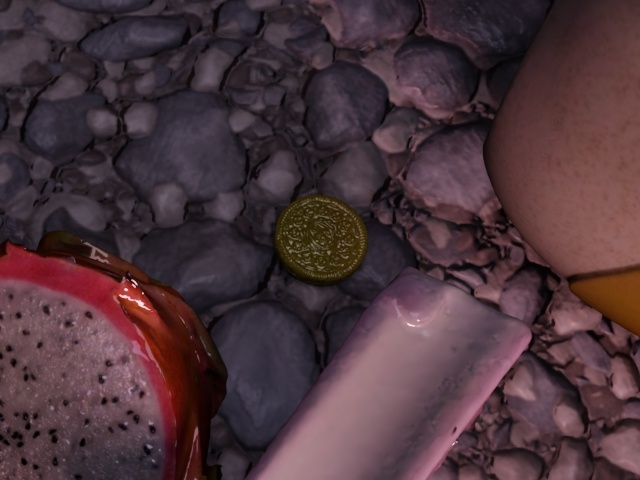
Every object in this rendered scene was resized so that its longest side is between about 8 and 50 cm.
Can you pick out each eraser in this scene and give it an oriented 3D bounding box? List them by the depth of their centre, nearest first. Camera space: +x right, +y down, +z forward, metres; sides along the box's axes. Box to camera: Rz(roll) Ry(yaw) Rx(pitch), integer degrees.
[{"bbox_3d":[-0.008,0.211,1.456,0.122,0.272,0.359,34,65,8],"label":"eraser"}]

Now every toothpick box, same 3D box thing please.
[{"bbox_3d":[0.384,-0.082,1.598,0.425,0.409,0.409,31,64,8],"label":"toothpick box"}]

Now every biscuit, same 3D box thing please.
[{"bbox_3d":[0.000,0.000,1.700,0.084,0.023,0.084,4,66,-8],"label":"biscuit"}]

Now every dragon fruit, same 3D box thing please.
[{"bbox_3d":[-0.202,0.142,1.495,0.305,0.226,0.306,0,89,12],"label":"dragon fruit"}]
